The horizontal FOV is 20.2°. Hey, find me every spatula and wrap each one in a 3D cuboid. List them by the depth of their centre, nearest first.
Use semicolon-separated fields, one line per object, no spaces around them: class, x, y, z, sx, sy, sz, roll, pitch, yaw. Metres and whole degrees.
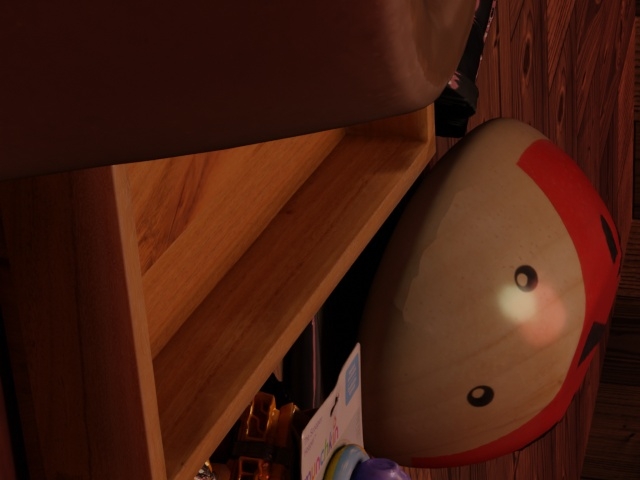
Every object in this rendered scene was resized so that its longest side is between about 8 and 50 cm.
spatula;0.000;0.000;1.246;0.084;0.030;0.296;-148;-116;-69

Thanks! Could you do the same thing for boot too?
boot;0.095;-0.198;1.420;0.246;0.094;0.207;27;72;-81

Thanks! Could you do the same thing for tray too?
tray;-0.038;-0.057;0.942;0.411;0.076;0.203;-51;142;-54

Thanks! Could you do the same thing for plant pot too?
plant pot;-0.070;-0.125;0.572;0.263;0.229;0.263;4;90;-74

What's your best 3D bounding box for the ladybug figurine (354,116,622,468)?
ladybug figurine;0.153;0.055;1.515;0.449;0.162;0.305;-17;127;-74

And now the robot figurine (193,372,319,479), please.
robot figurine;-0.033;0.176;1.088;0.291;0.085;0.211;62;35;-65

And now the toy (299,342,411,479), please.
toy;0.031;0.196;1.062;0.137;0.056;0.237;-54;146;-67
